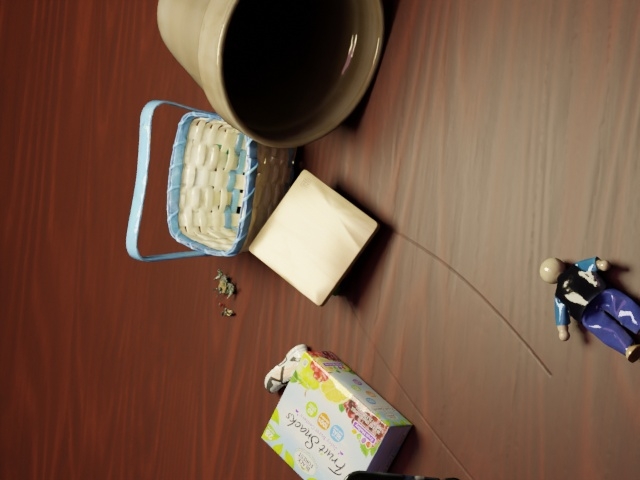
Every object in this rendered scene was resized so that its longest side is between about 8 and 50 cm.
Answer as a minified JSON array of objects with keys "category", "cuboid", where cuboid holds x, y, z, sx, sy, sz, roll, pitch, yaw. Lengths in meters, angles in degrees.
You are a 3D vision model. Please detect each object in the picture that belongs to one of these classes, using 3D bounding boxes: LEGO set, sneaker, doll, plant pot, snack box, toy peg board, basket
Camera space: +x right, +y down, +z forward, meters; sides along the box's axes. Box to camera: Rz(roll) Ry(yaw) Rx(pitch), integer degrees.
[{"category":"LEGO set","cuboid":[-0.165,0.091,2.201,0.054,0.023,0.083,17,111,43]},{"category":"sneaker","cuboid":[-0.052,0.221,2.078,0.109,0.040,0.044,-50,60,27]},{"category":"doll","cuboid":[0.369,0.088,1.718,0.189,0.046,0.129,44,114,33]},{"category":"plant pot","cuboid":[-0.106,-0.342,1.993,0.280,0.323,0.323,30,107,44]},{"category":"snack box","cuboid":[0.023,0.303,1.987,0.207,0.070,0.174,40,112,36]},{"category":"toy peg board","cuboid":[0.000,0.000,2.023,0.161,0.079,0.160,38,96,22]},{"category":"basket","cuboid":[-0.187,-0.088,2.050,0.201,0.289,0.255,14,97,39]}]

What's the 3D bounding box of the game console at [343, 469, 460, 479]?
[{"category":"game console","cuboid":[0.153,0.498,1.794,0.250,0.173,0.293,15,97,41]}]
